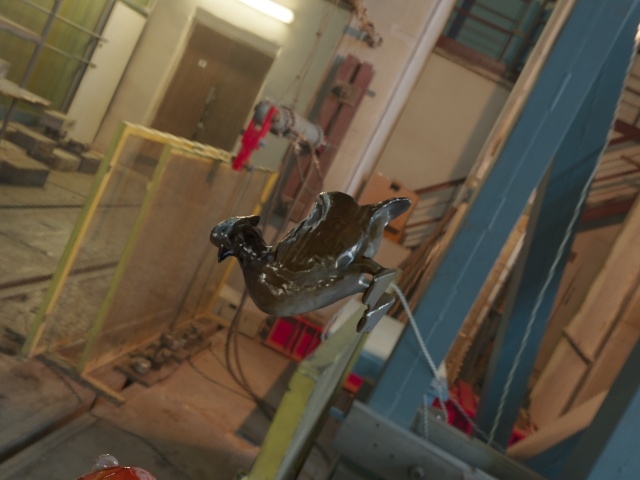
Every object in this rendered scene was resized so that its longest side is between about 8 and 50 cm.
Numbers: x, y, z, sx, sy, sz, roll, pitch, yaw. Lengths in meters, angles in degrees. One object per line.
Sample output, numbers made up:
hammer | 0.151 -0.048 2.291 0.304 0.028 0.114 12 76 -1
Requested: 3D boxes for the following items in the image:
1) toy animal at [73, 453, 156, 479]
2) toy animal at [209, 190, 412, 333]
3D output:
toy animal | -0.285 0.394 0.904 0.171 0.198 0.171 22 -25 11
toy animal | 0.000 0.000 0.661 0.179 0.188 0.089 32 -33 24
